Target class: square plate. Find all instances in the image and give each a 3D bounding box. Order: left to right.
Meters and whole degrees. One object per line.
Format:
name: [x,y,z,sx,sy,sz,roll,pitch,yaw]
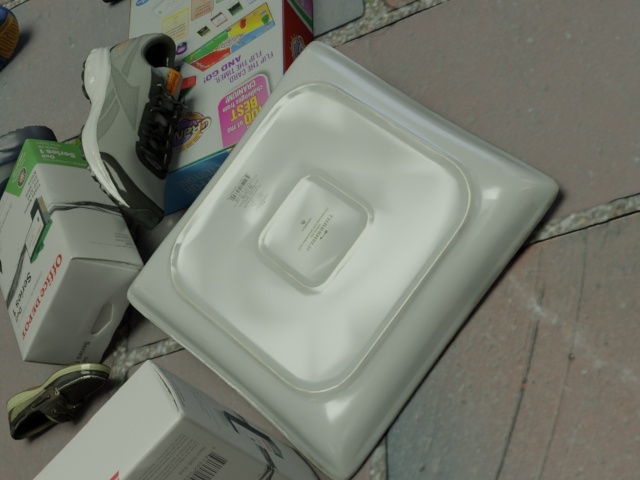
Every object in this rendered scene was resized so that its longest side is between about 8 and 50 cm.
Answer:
square plate: [0.000,0.000,1.244,0.344,0.049,0.347,36,89,33]

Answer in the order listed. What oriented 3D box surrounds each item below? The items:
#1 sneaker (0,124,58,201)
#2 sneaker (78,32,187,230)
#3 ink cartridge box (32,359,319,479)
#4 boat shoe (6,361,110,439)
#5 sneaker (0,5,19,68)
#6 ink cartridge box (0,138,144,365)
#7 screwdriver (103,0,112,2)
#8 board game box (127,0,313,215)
sneaker: [-0.438,-0.008,1.610,0.319,0.112,0.131,-41,67,9]
sneaker: [-0.200,-0.131,1.400,0.108,0.100,0.271,-24,51,17]
ink cartridge box: [-0.119,0.226,1.122,0.158,0.218,0.092,-46,40,5]
boat shoe: [-0.288,0.180,1.399,0.152,0.056,0.049,-30,53,32]
sneaker: [-0.568,-0.267,1.844,0.296,0.112,0.131,-33,48,16]
ink cartridge box: [-0.296,0.014,1.441,0.160,0.092,0.219,-60,39,28]
screwdriver: [-0.226,-0.363,1.711,0.170,0.024,0.025,-19,83,19]
board game box: [-0.124,-0.203,1.498,0.242,0.064,0.316,-20,53,27]
